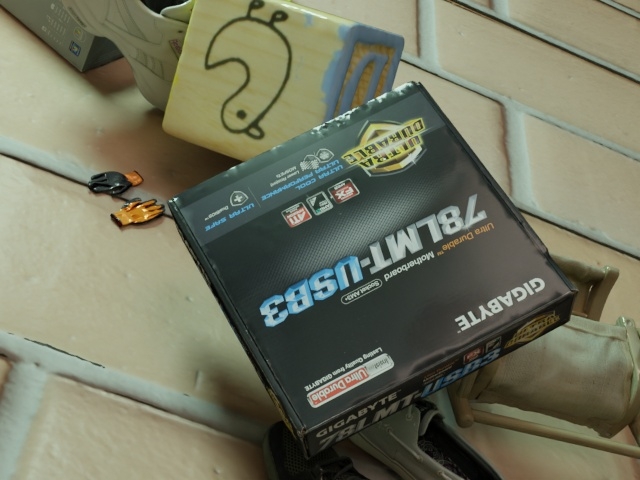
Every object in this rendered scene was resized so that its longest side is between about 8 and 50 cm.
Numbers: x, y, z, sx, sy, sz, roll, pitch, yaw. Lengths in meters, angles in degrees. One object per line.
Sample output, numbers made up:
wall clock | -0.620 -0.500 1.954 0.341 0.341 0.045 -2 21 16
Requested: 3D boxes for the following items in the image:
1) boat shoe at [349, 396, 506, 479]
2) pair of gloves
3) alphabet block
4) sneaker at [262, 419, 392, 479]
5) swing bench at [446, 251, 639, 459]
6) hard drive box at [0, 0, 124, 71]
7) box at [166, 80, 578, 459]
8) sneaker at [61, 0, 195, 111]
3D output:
boat shoe | 0.101 0.196 1.188 0.227 0.081 0.079 42 38 15
pair of gloves | -0.219 -0.050 1.318 0.074 0.010 0.083 -18 57 -45
alphabet block | -0.040 -0.184 1.370 0.197 0.192 0.193 20 9 19
sneaker | 0.035 0.232 1.064 0.087 0.130 0.227 -4 45 -39
swing bench | 0.250 0.109 1.313 0.253 0.165 0.255 16 13 -17
hard drive box | -0.323 -0.341 1.522 0.232 0.089 0.181 39 37 12
box | 0.044 0.017 1.132 0.295 0.073 0.293 -26 58 -11
sneaker | -0.174 -0.242 1.397 0.305 0.152 0.114 39 59 -46
